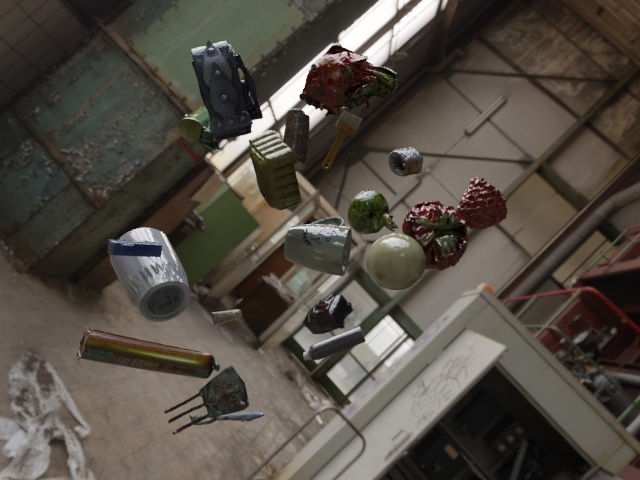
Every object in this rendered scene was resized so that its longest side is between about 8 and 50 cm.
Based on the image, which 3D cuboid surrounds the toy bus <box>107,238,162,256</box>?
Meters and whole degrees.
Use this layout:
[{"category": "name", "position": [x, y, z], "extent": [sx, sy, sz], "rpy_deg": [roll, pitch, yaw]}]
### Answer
[{"category": "toy bus", "position": [-0.557, 0.024, 1.534], "extent": [0.153, 0.051, 0.061], "rpy_deg": [4, 4, -36]}]

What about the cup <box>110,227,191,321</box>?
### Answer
[{"category": "cup", "position": [-0.684, 0.136, 2.071], "extent": [0.371, 0.253, 0.253], "rpy_deg": [45, -5, 41]}]

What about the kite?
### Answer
[{"category": "kite", "position": [-0.336, 0.483, 1.513], "extent": [0.141, 0.245, 0.015], "rpy_deg": [67, -19, 0]}]

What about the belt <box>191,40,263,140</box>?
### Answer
[{"category": "belt", "position": [-0.215, -0.350, 1.189], "extent": [0.122, 0.128, 0.218], "rpy_deg": [-138, -148, -82]}]

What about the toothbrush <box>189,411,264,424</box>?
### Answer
[{"category": "toothbrush", "position": [-0.346, 0.644, 1.848], "extent": [0.035, 0.413, 0.042], "rpy_deg": [-18, 90, -53]}]

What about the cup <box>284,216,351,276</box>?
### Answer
[{"category": "cup", "position": [0.000, 0.000, 1.952], "extent": [0.233, 0.258, 0.186], "rpy_deg": [10, -43, 12]}]

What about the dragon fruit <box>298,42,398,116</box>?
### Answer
[{"category": "dragon fruit", "position": [0.078, -0.446, 1.488], "extent": [0.269, 0.200, 0.198], "rpy_deg": [31, 9, 17]}]

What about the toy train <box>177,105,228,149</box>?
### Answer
[{"category": "toy train", "position": [-0.440, -0.468, 2.010], "extent": [0.189, 0.126, 0.307], "rpy_deg": [30, 25, -10]}]

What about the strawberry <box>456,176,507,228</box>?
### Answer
[{"category": "strawberry", "position": [0.654, -0.137, 2.142], "extent": [0.234, 0.178, 0.234], "rpy_deg": [55, -7, 10]}]

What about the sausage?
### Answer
[{"category": "sausage", "position": [-0.420, 0.298, 1.296], "extent": [0.371, 0.082, 0.082], "rpy_deg": [22, 11, -34]}]

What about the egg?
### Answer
[{"category": "egg", "position": [0.247, 0.070, 1.656], "extent": [0.188, 0.188, 0.254], "rpy_deg": [47, -7, 1]}]

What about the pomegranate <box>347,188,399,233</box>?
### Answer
[{"category": "pomegranate", "position": [0.242, -0.119, 2.323], "extent": [0.263, 0.211, 0.211], "rpy_deg": [22, -17, 30]}]

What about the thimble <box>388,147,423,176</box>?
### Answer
[{"category": "thimble", "position": [0.418, -0.384, 2.485], "extent": [0.151, 0.117, 0.127], "rpy_deg": [46, -37, 45]}]

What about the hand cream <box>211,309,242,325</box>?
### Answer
[{"category": "hand cream", "position": [-0.402, 0.327, 2.179], "extent": [0.039, 0.143, 0.061], "rpy_deg": [-21, 98, -70]}]

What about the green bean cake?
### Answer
[{"category": "green bean cake", "position": [-0.168, -0.250, 1.834], "extent": [0.233, 0.124, 0.236], "rpy_deg": [-126, -161, -48]}]

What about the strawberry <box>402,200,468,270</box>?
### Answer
[{"category": "strawberry", "position": [0.419, -0.009, 1.873], "extent": [0.261, 0.261, 0.258], "rpy_deg": [46, -14, 10]}]

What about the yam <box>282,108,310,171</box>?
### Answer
[{"category": "yam", "position": [-0.113, -0.466, 2.386], "extent": [0.131, 0.280, 0.131], "rpy_deg": [5, -11, 1]}]

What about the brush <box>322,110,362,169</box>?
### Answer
[{"category": "brush", "position": [0.080, -0.432, 2.244], "extent": [0.103, 0.272, 0.013], "rpy_deg": [18, 24, -25]}]

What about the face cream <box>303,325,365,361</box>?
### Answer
[{"category": "face cream", "position": [0.057, 0.459, 2.227], "extent": [0.073, 0.283, 0.073], "rpy_deg": [-22, 90, -87]}]

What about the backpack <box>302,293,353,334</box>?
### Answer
[{"category": "backpack", "position": [0.016, 0.251, 1.710], "extent": [0.106, 0.165, 0.120], "rpy_deg": [52, 35, -17]}]
